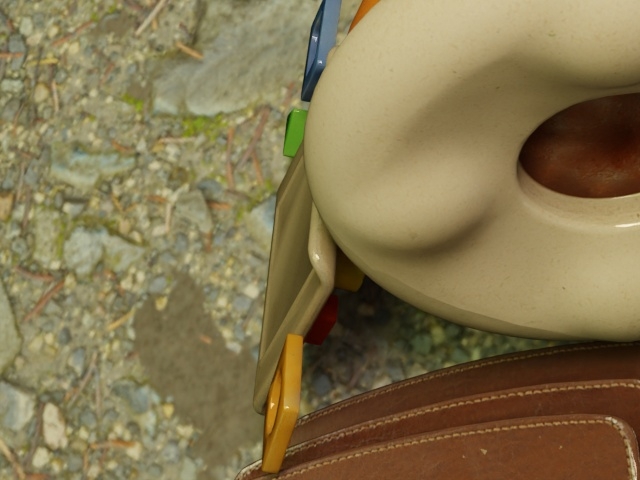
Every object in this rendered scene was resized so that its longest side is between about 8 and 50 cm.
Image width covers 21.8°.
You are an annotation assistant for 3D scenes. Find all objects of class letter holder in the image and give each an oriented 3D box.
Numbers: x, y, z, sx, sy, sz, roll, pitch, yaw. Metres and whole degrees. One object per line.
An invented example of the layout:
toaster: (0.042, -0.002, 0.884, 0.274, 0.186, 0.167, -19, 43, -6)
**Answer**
letter holder: (0.074, 0.163, 1.022, 0.301, 0.152, 0.214, -16, 65, 25)

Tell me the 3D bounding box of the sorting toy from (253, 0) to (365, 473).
sorting toy: (0.000, 0.000, 1.094, 0.047, 0.196, 0.348, 11, 55, -8)

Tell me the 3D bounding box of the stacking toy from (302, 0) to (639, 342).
stacking toy: (0.156, -0.210, 1.039, 0.350, 0.350, 0.480, -22, 50, 23)
